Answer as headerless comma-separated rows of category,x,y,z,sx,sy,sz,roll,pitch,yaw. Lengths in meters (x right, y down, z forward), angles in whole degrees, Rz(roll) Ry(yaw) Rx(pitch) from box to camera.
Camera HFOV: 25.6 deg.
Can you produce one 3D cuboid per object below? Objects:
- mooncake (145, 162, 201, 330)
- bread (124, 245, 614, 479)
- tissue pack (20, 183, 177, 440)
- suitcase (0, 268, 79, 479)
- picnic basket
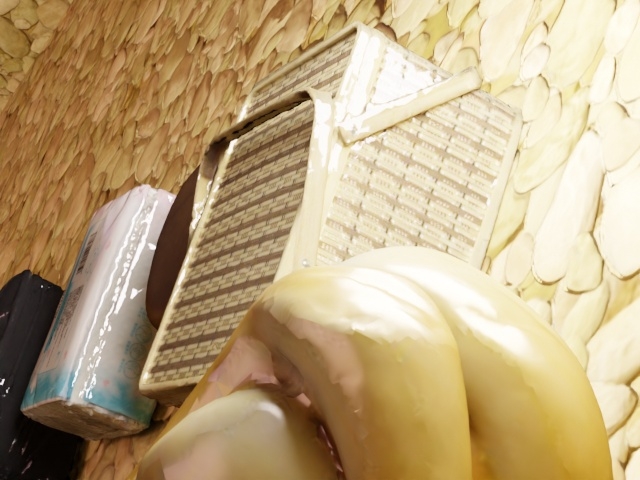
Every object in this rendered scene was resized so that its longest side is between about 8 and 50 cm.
mooncake,-0.076,-0.003,1.377,0.235,0.117,0.234,-51,22,30
bread,-0.039,0.188,0.803,0.424,0.245,0.329,-54,45,16
tissue pack,-0.233,0.088,1.624,0.201,0.124,0.271,-19,50,59
suitcase,-0.427,0.236,1.855,0.345,0.188,0.339,-45,23,43
picnic basket,0.000,0.000,1.122,0.228,0.175,0.312,-18,50,62
